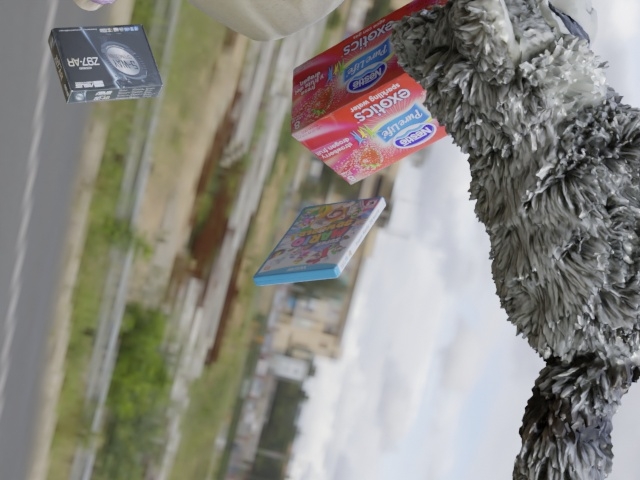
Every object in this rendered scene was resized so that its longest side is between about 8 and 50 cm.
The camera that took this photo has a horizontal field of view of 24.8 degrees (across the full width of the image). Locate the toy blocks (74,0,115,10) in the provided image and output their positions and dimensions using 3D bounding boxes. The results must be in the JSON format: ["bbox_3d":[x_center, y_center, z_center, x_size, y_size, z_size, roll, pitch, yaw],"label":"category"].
[{"bbox_3d":[-0.193,-0.429,1.518,0.288,0.309,0.260,-46,-168,-27],"label":"toy blocks"}]

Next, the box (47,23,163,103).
[{"bbox_3d":[-0.183,-0.151,1.237,0.018,0.083,0.067,-55,-132,52],"label":"box"}]

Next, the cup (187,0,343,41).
[{"bbox_3d":[-0.080,-0.413,1.971,0.237,0.331,0.331,59,23,-28],"label":"cup"}]

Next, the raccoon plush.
[{"bbox_3d":[0.169,-0.004,1.188,0.216,0.299,0.447,-27,-139,52],"label":"raccoon plush"}]

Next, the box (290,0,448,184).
[{"bbox_3d":[0.098,-0.194,1.826,0.256,0.128,0.123,-26,-135,30],"label":"box"}]

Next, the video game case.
[{"bbox_3d":[0.000,0.000,1.812,0.166,0.119,0.015,-55,130,-49],"label":"video game case"}]
